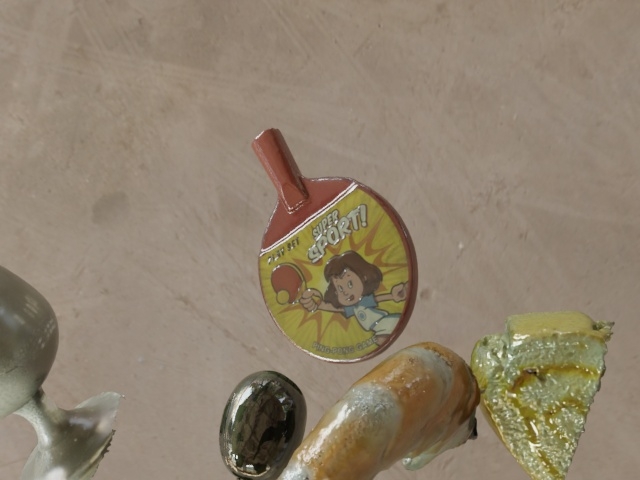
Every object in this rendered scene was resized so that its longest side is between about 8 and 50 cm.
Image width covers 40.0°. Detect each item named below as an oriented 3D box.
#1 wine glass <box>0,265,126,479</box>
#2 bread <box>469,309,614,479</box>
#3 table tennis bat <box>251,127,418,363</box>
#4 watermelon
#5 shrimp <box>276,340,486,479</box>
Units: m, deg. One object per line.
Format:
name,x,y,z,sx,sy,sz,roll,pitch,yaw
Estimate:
wine glass,-0.433,0.180,1.171,0.238,0.238,0.323,-42,112,-6
bread,0.179,0.131,0.753,0.110,0.103,0.156,14,104,10
table tennis bat,0.000,0.000,1.041,0.200,0.038,0.310,-36,69,20
watermelon,-0.054,0.173,0.809,0.078,0.078,0.110,7,61,9
shrimp,0.026,0.162,0.606,0.068,0.185,0.287,32,57,23
